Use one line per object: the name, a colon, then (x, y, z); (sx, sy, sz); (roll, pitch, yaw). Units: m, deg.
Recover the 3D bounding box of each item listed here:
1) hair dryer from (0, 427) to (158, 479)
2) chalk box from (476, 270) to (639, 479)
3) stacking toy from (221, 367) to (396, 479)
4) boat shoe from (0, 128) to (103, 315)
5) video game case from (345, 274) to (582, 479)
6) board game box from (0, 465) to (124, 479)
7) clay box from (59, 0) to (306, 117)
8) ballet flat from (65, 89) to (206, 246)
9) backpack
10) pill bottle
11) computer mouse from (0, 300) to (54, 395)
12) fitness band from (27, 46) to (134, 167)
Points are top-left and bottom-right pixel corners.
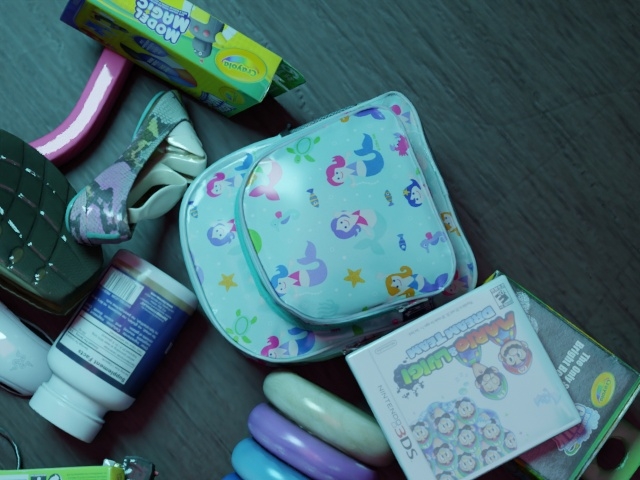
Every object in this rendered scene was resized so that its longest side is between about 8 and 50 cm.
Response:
hair dryer: (-0.264, 0.328, 1.093); (0.223, 0.080, 0.294); (4, 77, 19)
chalk box: (0.201, 0.147, 1.087); (0.213, 0.132, 0.132); (38, 81, 4)
stacking toy: (-0.067, 0.287, 1.065); (0.141, 0.141, 0.330); (31, 86, 4)
boat shoe: (-0.342, -0.046, 1.095); (0.324, 0.120, 0.122); (40, 48, 7)
video game case: (0.123, 0.128, 1.010); (0.157, 0.019, 0.143); (-27, 83, -4)
board game box: (-0.234, 0.330, 1.020); (0.124, 0.039, 0.260); (-6, 72, 18)
clay box: (-0.130, -0.182, 1.104); (0.222, 0.127, 0.053); (30, 80, -15)
ballet flat: (-0.154, -0.064, 1.095); (0.079, 0.077, 0.221); (13, 39, 14)
backpack: (0.000, 0.000, 1.085); (0.253, 0.191, 0.225); (-20, 83, 1)
pill bottle: (-0.197, 0.101, 1.104); (0.094, 0.094, 0.169); (33, 82, 4)
computer mouse: (-0.336, 0.077, 1.131); (0.193, 0.042, 0.106); (33, 81, 4)
fitness band: (-0.289, -0.205, 1.171); (0.209, 0.054, 0.291); (24, 83, 2)
